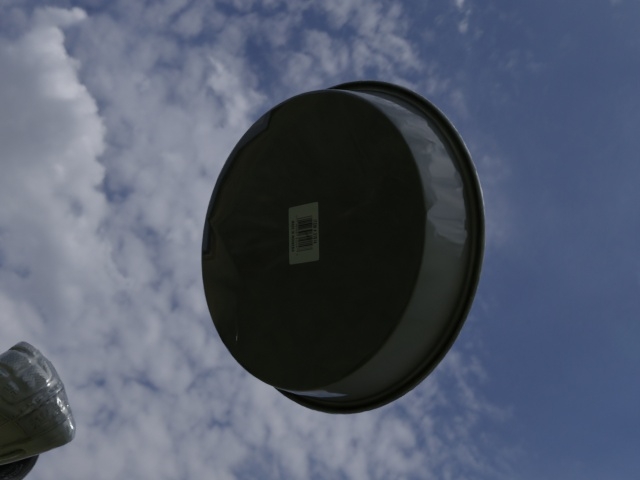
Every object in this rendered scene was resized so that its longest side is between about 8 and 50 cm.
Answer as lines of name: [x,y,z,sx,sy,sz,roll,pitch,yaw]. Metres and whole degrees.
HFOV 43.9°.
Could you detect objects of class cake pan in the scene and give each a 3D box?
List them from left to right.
cake pan: [0.000,0.000,0.678,0.293,0.054,0.293,-9,-103,40]

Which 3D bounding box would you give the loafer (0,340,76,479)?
loafer: [-0.346,0.206,0.807,0.319,0.112,0.111,-33,-86,45]
